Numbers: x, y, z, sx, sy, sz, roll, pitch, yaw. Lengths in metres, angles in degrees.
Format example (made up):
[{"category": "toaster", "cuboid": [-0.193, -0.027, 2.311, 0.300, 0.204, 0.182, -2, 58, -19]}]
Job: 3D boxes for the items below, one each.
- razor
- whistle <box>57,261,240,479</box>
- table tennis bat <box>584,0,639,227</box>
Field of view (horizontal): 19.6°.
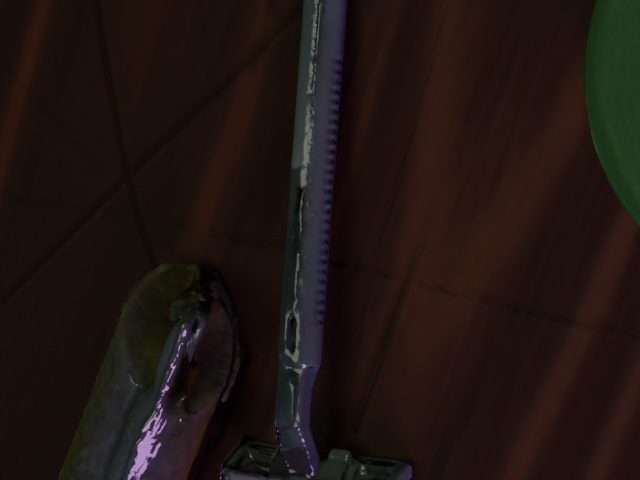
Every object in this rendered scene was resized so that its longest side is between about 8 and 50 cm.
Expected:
[{"category": "razor", "cuboid": [-0.004, 0.000, 0.761, 0.084, 0.036, 0.211, 3, 94, 32]}, {"category": "whistle", "cuboid": [-0.109, 0.163, 0.822, 0.057, 0.068, 0.326, 20, 106, -11]}, {"category": "table tennis bat", "cuboid": [0.181, -0.101, 0.633, 0.160, 0.039, 0.257, 34, 115, 29]}]
